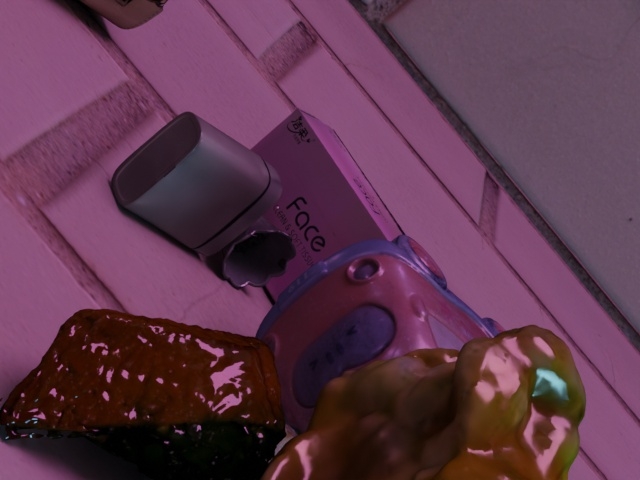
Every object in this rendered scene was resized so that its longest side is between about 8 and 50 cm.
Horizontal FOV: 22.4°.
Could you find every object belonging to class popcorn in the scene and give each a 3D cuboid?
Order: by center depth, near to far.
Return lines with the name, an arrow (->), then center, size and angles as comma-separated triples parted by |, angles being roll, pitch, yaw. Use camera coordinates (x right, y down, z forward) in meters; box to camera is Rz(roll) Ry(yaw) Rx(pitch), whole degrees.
popcorn -> 0.082, 0.247, 1.137 | 0.293, 0.292, 0.334 | 50, 22, -51

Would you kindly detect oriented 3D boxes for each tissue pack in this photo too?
tissue pack -> 0.000, 0.000, 1.751 | 0.246, 0.148, 0.092 | 57, 17, 26

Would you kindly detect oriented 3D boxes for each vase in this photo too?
vase -> -0.090, -0.027, 1.691 | 0.081, 0.081, 0.148 | 35, 18, -45

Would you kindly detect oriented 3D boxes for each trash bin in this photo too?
trash bin -> -0.120, -0.054, 1.582 | 0.130, 0.116, 0.059 | 34, 22, -47

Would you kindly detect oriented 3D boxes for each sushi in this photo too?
sushi -> -0.102, 0.131, 1.192 | 0.149, 0.140, 0.287 | 17, 0, 26

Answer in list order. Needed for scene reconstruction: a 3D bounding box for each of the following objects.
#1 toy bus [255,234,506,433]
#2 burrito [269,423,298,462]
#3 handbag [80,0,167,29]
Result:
toy bus -> 0.085, 0.156, 1.508 | 0.294, 0.197, 0.232 | 45, 13, -28
burrito -> -0.061, 0.165, 1.379 | 0.058, 0.063, 0.229 | 10, -30, 45
handbag -> -0.313, -0.406, 1.770 | 0.358, 0.160, 0.236 | 33, 29, -47
